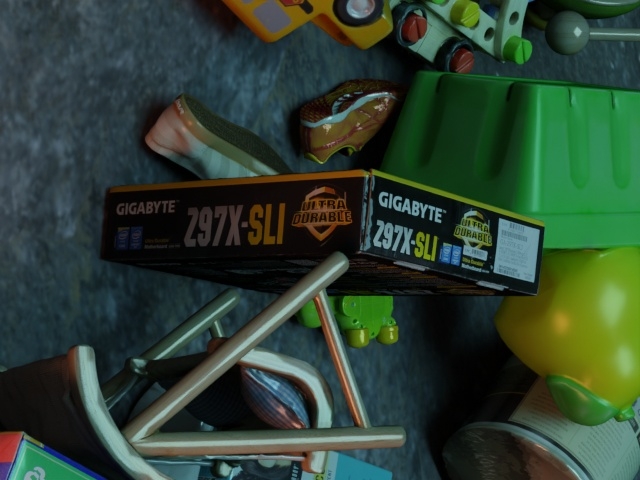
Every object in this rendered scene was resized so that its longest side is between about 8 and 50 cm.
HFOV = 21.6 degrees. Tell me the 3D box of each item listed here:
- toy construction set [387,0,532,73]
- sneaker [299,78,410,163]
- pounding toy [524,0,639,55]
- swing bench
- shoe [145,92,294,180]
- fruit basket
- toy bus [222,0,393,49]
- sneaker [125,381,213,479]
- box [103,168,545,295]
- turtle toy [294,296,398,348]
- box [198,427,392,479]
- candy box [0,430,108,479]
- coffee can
[{"bbox_3d":[0.140,-0.301,1.848,0.327,0.151,0.215,27,92,-36],"label":"toy construction set"},{"bbox_3d":[0.036,-0.131,1.802,0.175,0.064,0.067,-26,127,-41],"label":"sneaker"},{"bbox_3d":[0.314,-0.292,2.068,0.183,0.110,0.237,0,48,-20],"label":"pounding toy"},{"bbox_3d":[-0.112,0.137,1.393,0.254,0.253,0.165,-19,91,-26],"label":"swing bench"},{"bbox_3d":[-0.086,-0.075,1.656,0.058,0.076,0.219,-43,137,13],"label":"shoe"},{"bbox_3d":[0.249,0.007,1.842,0.392,0.283,0.392,-14,109,-45],"label":"fruit basket"},{"bbox_3d":[-0.066,-0.304,1.614,0.332,0.130,0.108,43,25,-39],"label":"toy bus"},{"bbox_3d":[-0.142,0.219,1.571,0.094,0.080,0.212,49,60,-49],"label":"sneaker"},{"bbox_3d":[0.000,0.000,1.544,0.257,0.322,0.079,11,80,-47],"label":"box"},{"bbox_3d":[0.027,0.065,1.764,0.130,0.066,0.095,-3,91,-48],"label":"turtle toy"},{"bbox_3d":[-0.030,0.252,1.693,0.244,0.060,0.100,26,69,-45],"label":"box"},{"bbox_3d":[-0.225,0.263,1.314,0.317,0.268,0.122,36,58,-42],"label":"candy box"},{"bbox_3d":[0.292,0.204,1.955,0.275,0.201,0.201,-48,122,-39],"label":"coffee can"}]
